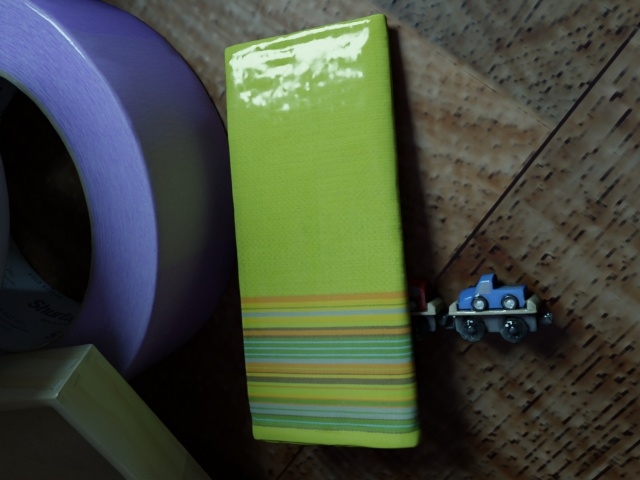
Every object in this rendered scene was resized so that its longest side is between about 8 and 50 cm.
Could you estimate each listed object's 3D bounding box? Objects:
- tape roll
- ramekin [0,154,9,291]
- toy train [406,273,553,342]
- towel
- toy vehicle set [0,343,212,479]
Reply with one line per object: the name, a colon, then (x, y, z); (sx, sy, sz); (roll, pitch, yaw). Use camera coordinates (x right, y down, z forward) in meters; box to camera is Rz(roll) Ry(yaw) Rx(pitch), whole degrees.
tape roll: (-0.195, -0.025, 0.401); (0.275, 0.090, 0.274); (6, 105, 23)
ramekin: (-0.272, -0.004, 0.245); (0.135, 0.277, 0.277); (5, 106, 16)
toy train: (0.050, 0.039, 0.344); (0.158, 0.027, 0.036); (-3, 91, 25)
towel: (0.000, 0.000, 0.339); (0.102, 0.021, 0.237); (-4, 92, 21)
toy vehicle set: (-0.145, 0.180, 0.401); (0.166, 0.035, 0.266); (-10, 125, 25)
